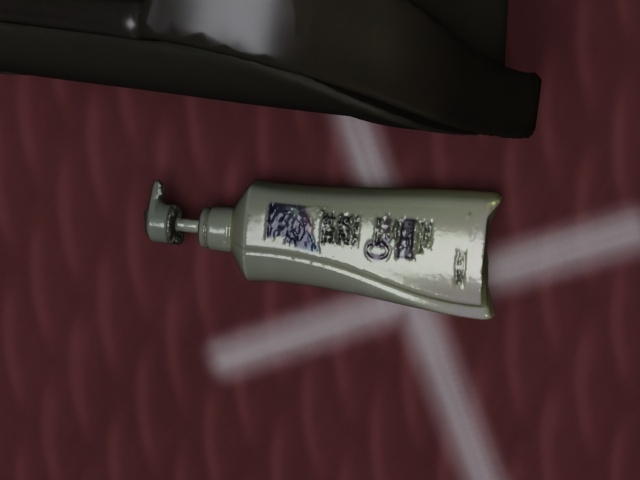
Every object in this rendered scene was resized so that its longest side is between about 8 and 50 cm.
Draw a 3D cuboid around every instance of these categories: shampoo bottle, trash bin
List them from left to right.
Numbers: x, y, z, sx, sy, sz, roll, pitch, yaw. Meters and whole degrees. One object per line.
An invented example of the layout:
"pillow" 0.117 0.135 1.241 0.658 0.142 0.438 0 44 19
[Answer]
"trash bin" -0.034 -0.167 0.593 0.220 0.219 0.250 9 99 21
"shampoo bottle" 0.000 0.000 0.724 0.141 0.034 0.049 5 111 9
